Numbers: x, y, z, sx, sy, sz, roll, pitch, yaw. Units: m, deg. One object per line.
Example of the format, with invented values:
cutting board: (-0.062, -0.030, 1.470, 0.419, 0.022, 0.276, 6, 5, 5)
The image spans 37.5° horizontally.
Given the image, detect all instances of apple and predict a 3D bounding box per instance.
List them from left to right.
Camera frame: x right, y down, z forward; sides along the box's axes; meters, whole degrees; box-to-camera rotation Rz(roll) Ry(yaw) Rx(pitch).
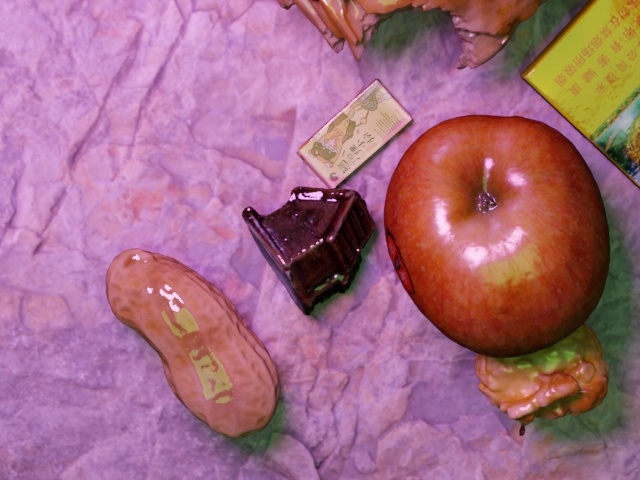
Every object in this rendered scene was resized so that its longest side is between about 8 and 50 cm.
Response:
apple: (0.216, -0.012, 1.160, 0.277, 0.250, 0.309, -41, 83, 11)

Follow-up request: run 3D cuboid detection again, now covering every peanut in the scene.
peanut: (-0.172, 0.135, 1.277, 0.147, 0.147, 0.305, -33, 102, 8)

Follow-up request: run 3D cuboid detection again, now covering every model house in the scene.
model house: (0.002, 0.004, 1.271, 0.152, 0.106, 0.165, -31, 138, -4)

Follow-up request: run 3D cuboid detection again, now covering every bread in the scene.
bread: (0.095, -0.351, 1.070, 0.314, 0.191, 0.370, -41, 110, 3)

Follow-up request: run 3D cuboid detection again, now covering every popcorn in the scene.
popcorn: (0.295, 0.173, 1.265, 0.180, 0.180, 0.170, -2, 85, 1)

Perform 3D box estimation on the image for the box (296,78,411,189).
box: (0.044, -0.141, 1.262, 0.149, 0.020, 0.073, -42, 101, 10)

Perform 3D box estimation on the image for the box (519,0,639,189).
box: (0.446, -0.172, 1.239, 0.335, 0.047, 0.187, 40, 101, -10)
